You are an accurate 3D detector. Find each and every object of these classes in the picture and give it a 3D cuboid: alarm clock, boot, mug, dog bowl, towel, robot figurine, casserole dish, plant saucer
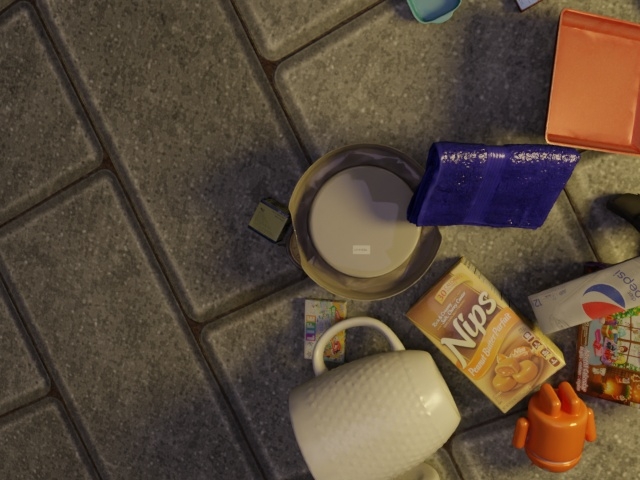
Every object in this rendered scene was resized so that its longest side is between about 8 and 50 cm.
[{"bbox_3d":[0.000,0.000,1.540,0.192,0.064,0.129,-35,88,21],"label":"alarm clock"},{"bbox_3d":[0.715,-0.070,1.319,0.198,0.137,0.077,-10,124,-19],"label":"boot"},{"bbox_3d":[0.116,0.357,1.471,0.328,0.276,0.374,-27,70,8],"label":"mug"},{"bbox_3d":[0.100,-0.043,1.446,0.348,0.102,0.349,0,94,2],"label":"dog bowl"},{"bbox_3d":[0.349,-0.102,1.304,0.308,0.076,0.228,-1,144,-10],"label":"towel"},{"bbox_3d":[0.521,0.419,1.408,0.128,0.158,0.219,25,128,42],"label":"robot figurine"},{"bbox_3d":[0.237,-0.565,1.396,0.114,0.037,0.188,-23,93,18],"label":"casserole dish"},{"bbox_3d":[0.559,-0.308,1.274,0.258,0.048,0.259,4,94,-18],"label":"plant saucer"}]

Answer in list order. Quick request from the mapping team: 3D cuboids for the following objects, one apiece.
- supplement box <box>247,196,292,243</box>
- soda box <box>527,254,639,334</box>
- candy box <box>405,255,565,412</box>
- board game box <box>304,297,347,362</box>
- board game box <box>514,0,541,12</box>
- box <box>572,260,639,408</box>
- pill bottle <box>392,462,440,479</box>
[{"bbox_3d":[-0.120,-0.050,1.571,0.083,0.056,0.083,31,106,10],"label":"supplement box"},{"bbox_3d":[0.579,0.103,1.293,0.286,0.098,0.091,-28,77,39],"label":"soda box"},{"bbox_3d":[0.372,0.212,1.452,0.316,0.087,0.183,44,108,4],"label":"candy box"},{"bbox_3d":[0.013,0.224,1.591,0.103,0.026,0.154,3,100,16],"label":"board game box"},{"bbox_3d":[0.424,-0.642,1.333,0.145,0.027,0.281,-26,90,19],"label":"board game box"},{"bbox_3d":[0.654,0.202,1.347,0.201,0.057,0.293,8,102,38],"label":"box"},{"bbox_3d":[0.204,0.719,1.529,0.188,0.188,0.334,-4,97,17],"label":"pill bottle"}]
